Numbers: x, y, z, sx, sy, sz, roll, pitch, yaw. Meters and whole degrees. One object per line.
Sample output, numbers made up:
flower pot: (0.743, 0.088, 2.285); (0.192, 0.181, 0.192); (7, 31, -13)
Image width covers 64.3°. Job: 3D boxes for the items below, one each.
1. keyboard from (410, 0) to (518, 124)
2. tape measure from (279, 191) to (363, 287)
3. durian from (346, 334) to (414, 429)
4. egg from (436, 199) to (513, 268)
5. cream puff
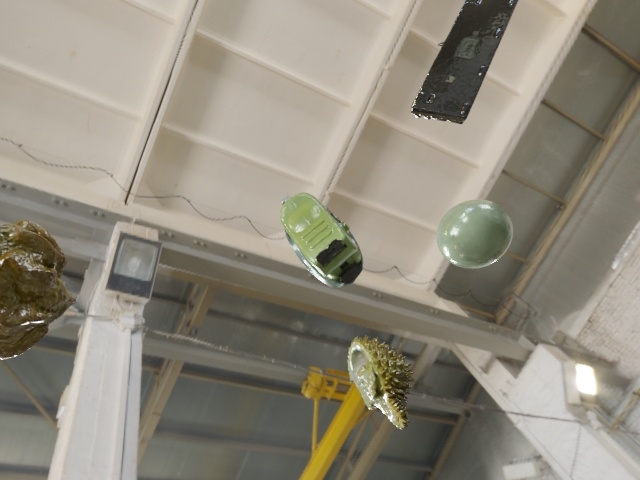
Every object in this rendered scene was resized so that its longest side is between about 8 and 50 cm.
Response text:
keyboard: (0.254, -0.327, 0.892); (0.317, 0.106, 0.027); (-62, -26, -23)
tape measure: (0.000, 0.000, 0.930); (0.106, 0.200, 0.175); (-42, -42, 0)
durian: (0.148, 0.352, 1.323); (0.172, 0.306, 0.166); (39, -90, -29)
egg: (0.342, -0.015, 1.126); (0.192, 0.149, 0.149); (-20, -58, -40)
cream puff: (-0.561, 0.088, 0.917); (0.244, 0.244, 0.196); (-41, -71, 2)
